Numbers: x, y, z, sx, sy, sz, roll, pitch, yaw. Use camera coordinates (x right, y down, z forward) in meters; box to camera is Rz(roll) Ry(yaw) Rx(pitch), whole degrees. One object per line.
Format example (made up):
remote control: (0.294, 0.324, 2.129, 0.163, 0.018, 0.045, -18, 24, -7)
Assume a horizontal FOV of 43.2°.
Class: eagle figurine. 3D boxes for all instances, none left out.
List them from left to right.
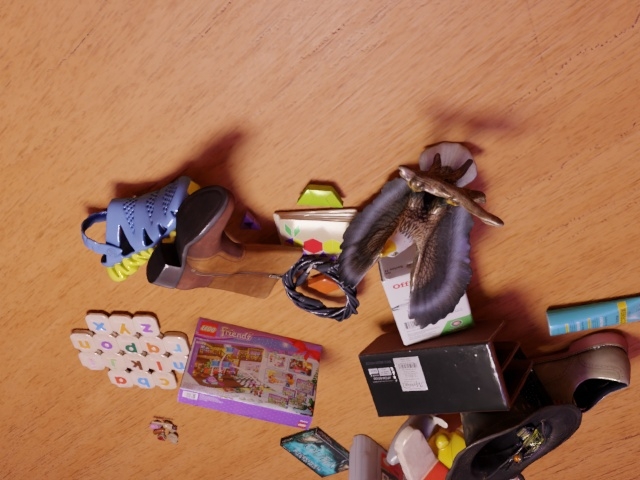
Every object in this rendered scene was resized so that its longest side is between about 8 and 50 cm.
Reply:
eagle figurine: (0.165, -0.013, 1.425, 0.225, 0.226, 0.298, -8, 145, -17)

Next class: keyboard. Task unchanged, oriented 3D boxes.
keyboard: (0.442, 0.331, 1.776, 0.100, 0.038, 0.192, -39, 77, 49)

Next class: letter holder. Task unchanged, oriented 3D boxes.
letter holder: (0.274, 0.252, 1.725, 0.302, 0.214, 0.152, -11, 103, 34)

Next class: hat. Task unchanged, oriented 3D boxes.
hat: (0.376, 0.391, 1.688, 0.331, 0.134, 0.331, -19, 144, -14)

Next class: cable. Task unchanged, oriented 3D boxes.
cable: (0.003, 0.109, 1.662, 0.151, 0.047, 0.184, -6, 134, 13)

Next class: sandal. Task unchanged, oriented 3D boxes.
sandal: (-0.356, -0.034, 1.565, 0.317, 0.126, 0.138, -34, 117, 32)

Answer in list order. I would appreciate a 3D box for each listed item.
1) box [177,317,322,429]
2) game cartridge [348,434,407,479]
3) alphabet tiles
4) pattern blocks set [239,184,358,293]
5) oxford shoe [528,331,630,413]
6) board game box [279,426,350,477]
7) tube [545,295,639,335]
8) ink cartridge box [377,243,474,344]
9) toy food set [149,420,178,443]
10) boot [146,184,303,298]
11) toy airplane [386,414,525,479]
box: (-0.151, 0.294, 1.796, 0.293, 0.201, 0.057, 14, 134, -5)
game cartridge: (0.179, 0.659, 2.111, 0.060, 0.196, 0.294, -26, 126, 30)
alphabet tiles: (-0.448, 0.265, 1.938, 0.284, 0.021, 0.278, 1, 134, 8)
pattern blocks set: (0.000, 0.000, 1.607, 0.325, 0.026, 0.285, 9, 135, 0)
oxford shoe: (0.521, 0.326, 1.777, 0.123, 0.130, 0.348, 29, 132, -23)
board game box: (-0.002, 0.569, 2.167, 0.126, 0.026, 0.186, -26, 125, 30)
tube: (0.573, 0.154, 1.666, 0.207, 0.052, 0.080, -11, 143, 11)
ink cartridge box: (0.210, 0.099, 1.610, 0.153, 0.086, 0.208, -15, 134, 7)
toy food set: (-0.422, 0.510, 2.178, 0.078, 0.019, 0.122, 9, 143, 0)
boot: (-0.144, 0.017, 1.511, 0.280, 0.096, 0.264, 11, 127, -37)
toy airplane: (0.263, 0.543, 1.931, 0.384, 0.272, 0.386, 2, 132, -33)
